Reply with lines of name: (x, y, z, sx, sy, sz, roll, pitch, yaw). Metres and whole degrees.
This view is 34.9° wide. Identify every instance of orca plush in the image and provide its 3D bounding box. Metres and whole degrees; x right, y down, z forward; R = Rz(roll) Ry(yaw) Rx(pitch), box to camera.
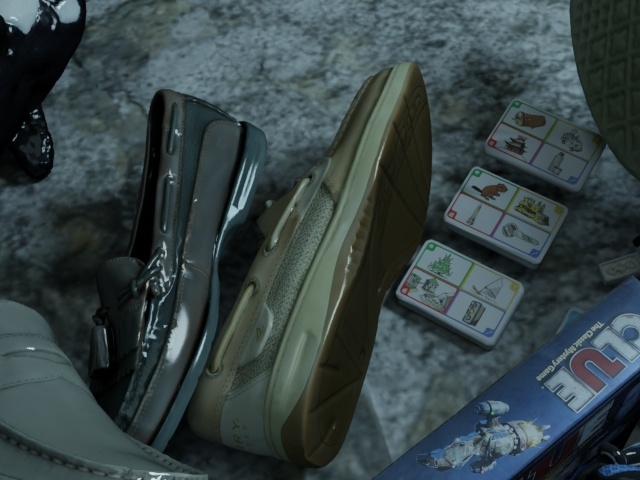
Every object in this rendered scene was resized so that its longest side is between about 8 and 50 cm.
orca plush: (-0.241, -0.077, 0.737, 0.102, 0.151, 0.287, 35, 54, -13)

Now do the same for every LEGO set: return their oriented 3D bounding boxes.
LEGO set: (0.202, 0.025, 0.704, 0.244, 0.060, 0.182, 26, 71, 19)

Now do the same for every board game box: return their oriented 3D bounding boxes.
board game box: (0.080, 0.139, 0.539, 0.243, 0.165, 0.042, -34, 61, -20)

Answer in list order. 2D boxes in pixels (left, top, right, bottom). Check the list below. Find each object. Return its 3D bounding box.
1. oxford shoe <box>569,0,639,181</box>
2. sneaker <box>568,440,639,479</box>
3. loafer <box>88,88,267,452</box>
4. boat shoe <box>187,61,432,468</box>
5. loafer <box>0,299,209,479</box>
oxford shoe: (0.295, -0.073, 0.635, 0.130, 0.169, 0.449, 2, 42, -27)
sneaker: (0.194, 0.159, 0.528, 0.330, 0.147, 0.130, -33, 67, -20)
loafer: (-0.111, 0.018, 0.653, 0.084, 0.096, 0.268, 33, 52, -25)
boat shoe: (0.000, 0.000, 0.675, 0.098, 0.109, 0.302, 6, 59, 24)
loafer: (-0.180, 0.088, 0.549, 0.319, 0.112, 0.112, 11, 80, 35)
